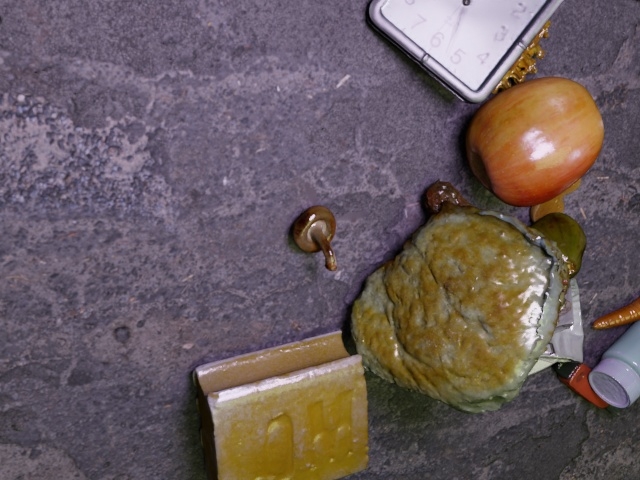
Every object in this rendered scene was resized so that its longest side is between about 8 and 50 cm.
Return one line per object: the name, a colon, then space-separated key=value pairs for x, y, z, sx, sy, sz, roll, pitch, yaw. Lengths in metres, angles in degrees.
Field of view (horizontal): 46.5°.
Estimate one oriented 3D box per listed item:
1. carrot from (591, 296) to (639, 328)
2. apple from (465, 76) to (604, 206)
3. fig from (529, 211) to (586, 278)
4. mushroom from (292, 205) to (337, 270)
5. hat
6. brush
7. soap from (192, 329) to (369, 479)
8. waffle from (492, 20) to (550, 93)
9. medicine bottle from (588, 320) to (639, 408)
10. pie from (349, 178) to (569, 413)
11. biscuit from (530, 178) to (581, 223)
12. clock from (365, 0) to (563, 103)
carrot: x=0.819 y=0.173 z=1.919 sx=0.271 sy=0.062 sz=0.066 roll=-33 pitch=135 yaw=-8
apple: x=0.414 y=-0.191 z=1.443 sx=0.241 sy=0.242 sz=0.242 roll=-27 pitch=122 yaw=1
fig: x=0.504 y=0.027 z=1.614 sx=0.154 sy=0.166 sz=0.144 roll=-38 pitch=104 yaw=23
mushroom: x=-0.007 y=0.001 z=1.420 sx=0.088 sy=0.073 sz=0.129 roll=-12 pitch=83 yaw=-37
hat: x=0.477 y=0.206 z=1.735 sx=0.301 sy=0.168 sz=0.258 roll=-23 pitch=144 yaw=10
brush: x=0.705 y=0.387 z=1.967 sx=0.323 sy=0.051 sz=0.070 roll=41 pitch=84 yaw=-31
soap: x=-0.074 y=0.362 z=1.507 sx=0.335 sy=0.156 sz=0.293 roll=-10 pitch=117 yaw=-21
waffle: x=0.341 y=-0.396 z=1.435 sx=0.228 sy=0.051 sz=0.231 roll=-10 pitch=116 yaw=-23
medicine bottle: x=0.804 y=0.310 z=1.903 sx=0.225 sy=0.139 sz=0.139 roll=-37 pitch=124 yaw=-22
pie: x=0.271 y=0.133 z=1.451 sx=0.180 sy=0.395 sz=0.418 roll=28 pitch=93 yaw=-54
biscuit: x=0.507 y=-0.134 z=1.638 sx=0.158 sy=0.035 sz=0.240 roll=-11 pitch=123 yaw=-20
clock: x=0.259 y=-0.425 z=1.335 sx=0.273 sy=0.049 sz=0.279 roll=37 pitch=95 yaw=-9
